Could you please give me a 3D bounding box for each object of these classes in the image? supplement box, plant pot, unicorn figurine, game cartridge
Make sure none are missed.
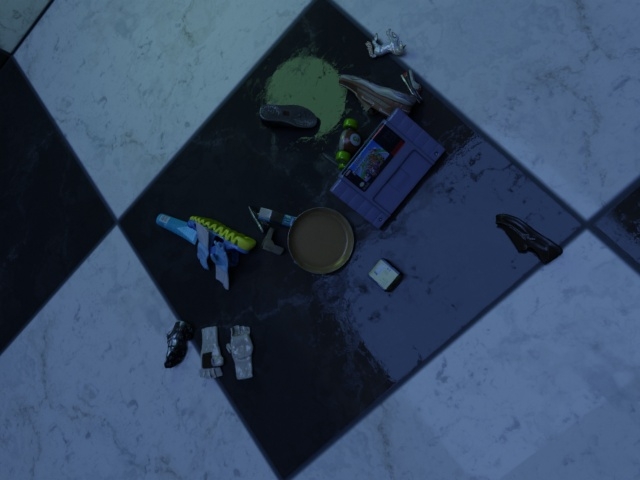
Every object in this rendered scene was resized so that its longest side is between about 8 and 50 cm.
[{"bbox_3d":[0.220,0.118,1.633,0.083,0.056,0.083,43,100,23],"label":"supplement box"},{"bbox_3d":[0.000,0.000,1.710,0.237,0.032,0.236,0,92,-7],"label":"plant pot"},{"bbox_3d":[0.249,-0.715,1.752,0.162,0.060,0.111,-17,76,37],"label":"unicorn figurine"},{"bbox_3d":[0.222,-0.241,1.622,0.230,0.068,0.355,36,100,-18],"label":"game cartridge"}]

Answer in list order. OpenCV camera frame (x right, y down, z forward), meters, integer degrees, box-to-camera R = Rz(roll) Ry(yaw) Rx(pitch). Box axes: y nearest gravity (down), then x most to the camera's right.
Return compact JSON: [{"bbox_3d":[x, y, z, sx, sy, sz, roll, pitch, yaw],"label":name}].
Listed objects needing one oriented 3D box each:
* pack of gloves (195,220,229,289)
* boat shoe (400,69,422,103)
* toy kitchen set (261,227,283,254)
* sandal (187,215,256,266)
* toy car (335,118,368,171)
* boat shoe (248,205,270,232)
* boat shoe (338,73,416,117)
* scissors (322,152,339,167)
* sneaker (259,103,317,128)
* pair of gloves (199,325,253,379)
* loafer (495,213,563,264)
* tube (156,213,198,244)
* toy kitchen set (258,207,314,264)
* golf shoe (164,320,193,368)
[{"bbox_3d":[-0.432,0.068,1.852,0.195,0.046,0.232,36,139,26],"label":"pack of gloves"},{"bbox_3d":[0.331,-0.545,1.692,0.043,0.049,0.136,-29,67,15],"label":"boat shoe"},{"bbox_3d":[-0.181,0.011,1.841,0.075,0.068,0.083,22,55,-14],"label":"toy kitchen set"},{"bbox_3d":[-0.411,0.001,1.892,0.318,0.126,0.138,27,99,26],"label":"sandal"},{"bbox_3d":[0.165,-0.323,1.687,0.189,0.149,0.154,10,77,12],"label":"toy car"},{"bbox_3d":[-0.241,-0.088,1.873,0.042,0.049,0.133,-30,62,-12],"label":"boat shoe"},{"bbox_3d":[0.184,-0.510,1.710,0.324,0.123,0.116,35,122,34],"label":"boat shoe"},{"bbox_3d":[0.126,-0.249,1.753,0.109,0.021,0.297,-41,67,14],"label":"scissors"},{"bbox_3d":[-0.125,-0.474,1.867,0.222,0.118,0.083,10,85,-5],"label":"sneaker"},{"bbox_3d":[-0.365,0.432,1.848,0.240,0.042,0.204,-5,80,22],"label":"pair of gloves"},{"bbox_3d":[0.623,-0.004,1.464,0.220,0.080,0.078,38,97,23],"label":"loafer"},{"bbox_3d":[-0.597,-0.056,2.020,0.207,0.052,0.080,22,96,19],"label":"tube"},{"bbox_3d":[-0.129,-0.012,1.768,0.207,0.122,0.165,15,88,25],"label":"toy kitchen set"},{"bbox_3d":[-0.586,0.418,1.937,0.094,0.077,0.198,24,88,39],"label":"golf shoe"}]
